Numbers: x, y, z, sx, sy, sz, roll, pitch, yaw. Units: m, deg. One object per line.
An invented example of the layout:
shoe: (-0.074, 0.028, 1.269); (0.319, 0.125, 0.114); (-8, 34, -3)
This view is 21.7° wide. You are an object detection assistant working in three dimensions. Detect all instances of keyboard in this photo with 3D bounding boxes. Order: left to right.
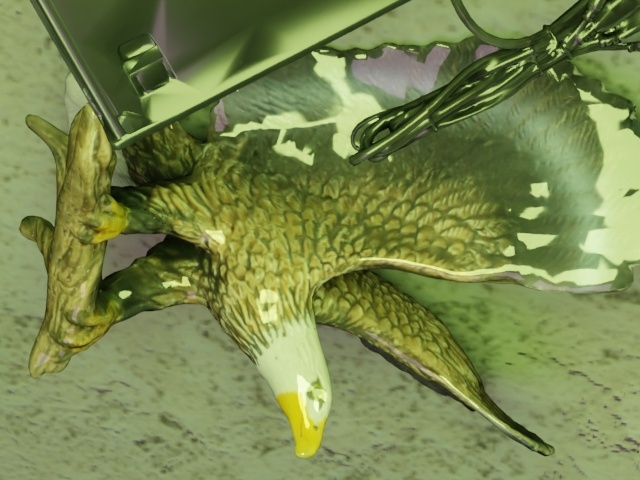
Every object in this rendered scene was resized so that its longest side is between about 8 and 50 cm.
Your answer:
keyboard: (0.042, -0.132, 0.704); (0.317, 0.033, 0.201); (-27, 116, 0)

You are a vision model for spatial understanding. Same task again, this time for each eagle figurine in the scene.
eagle figurine: (0.001, 0.011, 0.868); (0.298, 0.225, 0.226); (-2, -178, -21)
